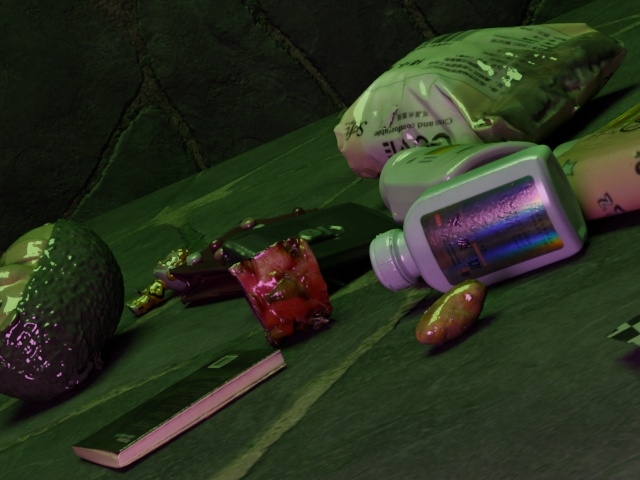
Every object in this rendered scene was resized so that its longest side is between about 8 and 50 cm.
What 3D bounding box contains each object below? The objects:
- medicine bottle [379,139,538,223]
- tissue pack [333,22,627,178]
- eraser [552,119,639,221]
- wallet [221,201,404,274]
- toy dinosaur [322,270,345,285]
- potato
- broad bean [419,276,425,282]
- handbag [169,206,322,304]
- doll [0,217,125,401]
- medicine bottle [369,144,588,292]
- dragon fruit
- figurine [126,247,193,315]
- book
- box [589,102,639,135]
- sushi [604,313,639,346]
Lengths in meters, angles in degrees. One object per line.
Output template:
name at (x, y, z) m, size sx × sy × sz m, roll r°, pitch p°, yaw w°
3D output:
medicine bottle at (0.178, -0.075, 1.811) m, size 0.161 × 0.111 × 0.296 m, roll -18°, pitch 6°, yaw -15°
tissue pack at (0.251, -0.227, 2.163) m, size 0.375 × 0.195 × 0.390 m, roll -6°, pitch 22°, yaw 45°
eraser at (0.372, -0.089, 1.490) m, size 0.290 × 0.087 × 0.171 m, roll -14°, pitch 13°, yaw 45°
wallet at (0.000, 0.000, 1.870) m, size 0.245 × 0.052 × 0.168 m, roll -20°, pitch 25°, yaw -32°
toy dinosaur at (0.011, 0.030, 1.900) m, size 0.106 × 0.044 × 0.187 m, roll -30°, pitch 15°, yaw -32°
potato at (0.134, 0.075, 1.366) m, size 0.092 × 0.046 × 0.045 m, roll -42°, pitch 29°, yaw -18°
broad bean at (0.116, 0.027, 1.637) m, size 0.061 × 0.046 × 0.195 m, roll -19°, pitch 9°, yaw -35°
handbag at (-0.114, 0.021, 2.145) m, size 0.203 × 0.074 × 0.216 m, roll -35°, pitch 14°, yaw -37°
doll at (-0.426, 0.109, 2.055) m, size 0.247 × 0.247 × 0.349 m, roll -24°, pitch 24°, yaw 10°
medicine bottle at (0.166, -0.010, 1.488) m, size 0.229 × 0.121 × 0.083 m, roll -21°, pitch 12°, yaw 26°
dragon fruit at (-0.040, 0.076, 1.651) m, size 0.102 × 0.096 × 0.147 m, roll -23°, pitch -33°, yaw -6°
figurine at (-0.263, 0.071, 2.298) m, size 0.101 × 0.068 × 0.143 m, roll -20°, pitch 24°, yaw 49°
book at (-0.165, 0.190, 1.570) m, size 0.228 × 0.024 × 0.160 m, roll -31°, pitch 11°, yaw -26°
box at (0.437, -0.164, 1.865) m, size 0.156 × 0.022 × 0.089 m, roll -31°, pitch 11°, yaw -25°
sushi at (0.339, 0.045, 1.036) m, size 0.210 × 0.040 × 0.193 m, roll -29°, pitch 4°, yaw -5°
